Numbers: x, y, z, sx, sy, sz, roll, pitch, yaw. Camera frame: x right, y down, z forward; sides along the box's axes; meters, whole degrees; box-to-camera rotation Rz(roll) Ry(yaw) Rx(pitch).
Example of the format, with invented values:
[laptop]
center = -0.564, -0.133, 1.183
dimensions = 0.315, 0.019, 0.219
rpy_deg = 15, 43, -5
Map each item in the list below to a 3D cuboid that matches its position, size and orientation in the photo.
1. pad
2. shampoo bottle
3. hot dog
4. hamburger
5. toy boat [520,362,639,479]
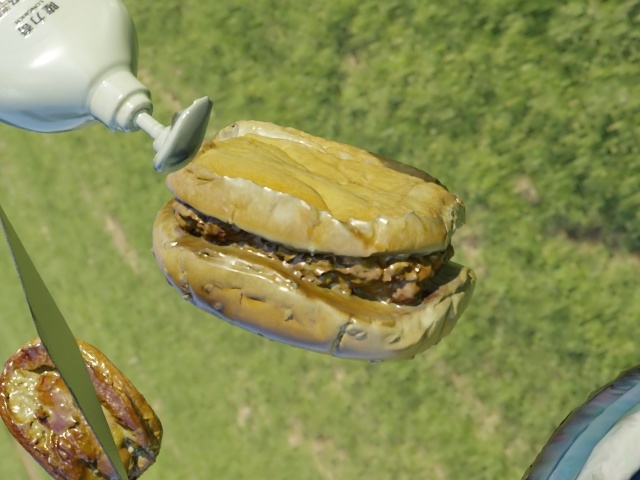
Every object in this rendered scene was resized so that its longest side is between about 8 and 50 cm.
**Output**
[pad]
center = -0.165, 0.064, 0.964
dimensions = 0.143, 0.003, 0.211
rpy_deg = 67, 173, -31
[shampoo bottle]
center = -0.103, -0.072, 0.579
dimensions = 0.152, 0.077, 0.045
rpy_deg = 41, 163, 23
[hot dog]
center = -0.193, 0.141, 1.226
dimensions = 0.147, 0.099, 0.065
rpy_deg = 52, 176, -15
[hamburger]
center = 0.001, 0.000, 1.225
dimensions = 0.283, 0.259, 0.144
rpy_deg = -33, -41, -66
[toy boat]
center = 0.184, 0.076, 0.431
dimensions = 0.142, 0.309, 0.129
rpy_deg = -3, 91, 64
